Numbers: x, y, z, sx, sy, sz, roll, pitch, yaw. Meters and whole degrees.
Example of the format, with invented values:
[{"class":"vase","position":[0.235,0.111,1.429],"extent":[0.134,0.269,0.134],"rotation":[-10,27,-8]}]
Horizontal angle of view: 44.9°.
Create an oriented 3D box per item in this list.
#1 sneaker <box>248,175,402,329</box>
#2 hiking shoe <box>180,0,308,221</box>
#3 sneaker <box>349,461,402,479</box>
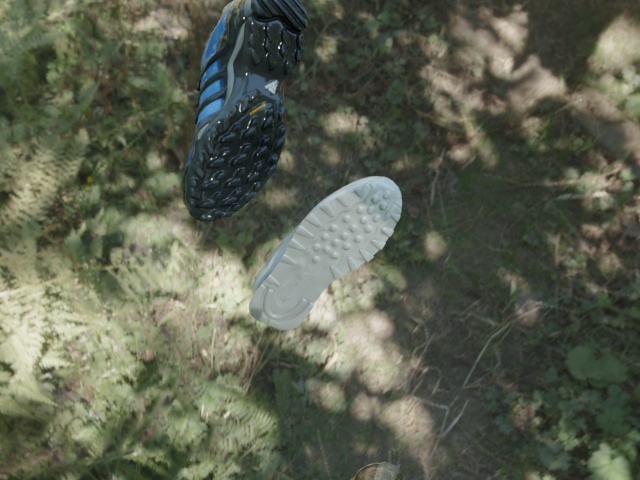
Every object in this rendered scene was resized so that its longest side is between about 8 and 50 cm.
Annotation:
[{"class":"sneaker","position":[0.000,0.000,0.895],"extent":[0.090,0.235,0.094],"rotation":[39,27,-16]},{"class":"hiking shoe","position":[-0.108,-0.172,0.993],"extent":[0.113,0.132,0.304],"rotation":[19,93,-34]},{"class":"sneaker","position":[-0.002,0.203,0.464],"extent":[0.071,0.188,0.066],"rotation":[15,29,7]}]
